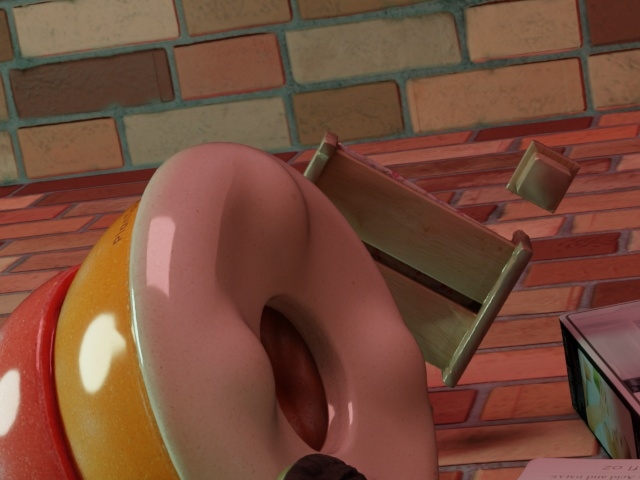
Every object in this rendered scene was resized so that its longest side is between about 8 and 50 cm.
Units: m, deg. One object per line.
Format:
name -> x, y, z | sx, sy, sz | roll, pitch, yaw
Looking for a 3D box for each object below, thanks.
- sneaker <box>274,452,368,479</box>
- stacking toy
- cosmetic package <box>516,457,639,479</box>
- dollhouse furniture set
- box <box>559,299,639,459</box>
sneaker -> -0.050, 0.265, 0.828 | 0.182, 0.158, 0.410 | -31, 24, 34
stacking toy -> -0.183, 0.162, 1.346 | 0.480, 0.350, 0.350 | -22, 8, 25
cosmetic package -> 0.172, 0.223, 1.013 | 0.151, 0.151, 0.183 | -5, 15, 25
dollhouse furniture set -> 0.000, 0.000, 1.579 | 0.303, 0.355, 0.174 | 29, 15, -5
box -> 0.306, 0.122, 1.458 | 0.169, 0.087, 0.290 | -10, 14, -2
